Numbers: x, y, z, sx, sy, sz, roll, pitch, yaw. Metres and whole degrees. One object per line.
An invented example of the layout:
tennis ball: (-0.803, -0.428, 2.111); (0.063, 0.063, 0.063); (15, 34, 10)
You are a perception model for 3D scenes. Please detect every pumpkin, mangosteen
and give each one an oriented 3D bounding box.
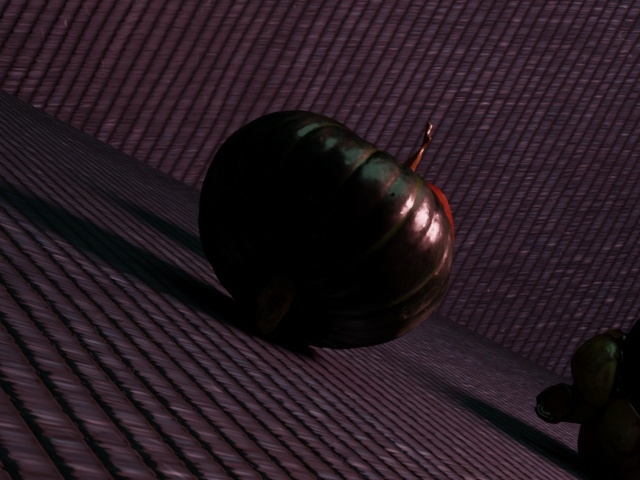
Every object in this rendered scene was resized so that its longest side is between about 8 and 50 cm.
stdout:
pumpkin: (0.000, 0.000, 1.327); (0.250, 0.216, 0.250); (23, -33, 16)
mangosteen: (0.439, 0.189, 1.638); (0.311, 0.311, 0.311); (29, 2, -1)

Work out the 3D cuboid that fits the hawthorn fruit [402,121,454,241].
hawthorn fruit: (0.066, -0.026, 1.769); (0.242, 0.271, 0.242); (29, -8, 4)
